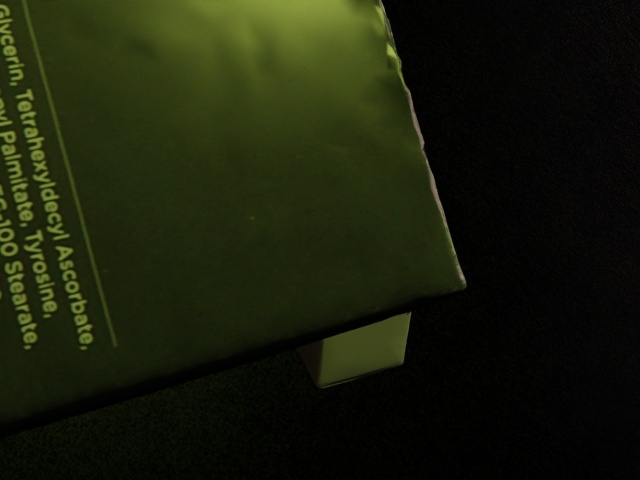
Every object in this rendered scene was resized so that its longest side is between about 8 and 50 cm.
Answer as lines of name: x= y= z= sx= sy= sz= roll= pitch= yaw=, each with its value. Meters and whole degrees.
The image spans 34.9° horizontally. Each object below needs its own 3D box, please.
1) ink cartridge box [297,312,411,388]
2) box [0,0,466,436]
ink cartridge box: x=0.000 y=0.000 z=0.766 sx=0.175 sy=0.072 sz=0.127 roll=-121 pitch=-154 yaw=-43
box: x=-0.250 y=-0.019 z=0.619 sx=0.480 sy=0.471 sz=0.297 roll=153 pitch=-79 yaw=-71
